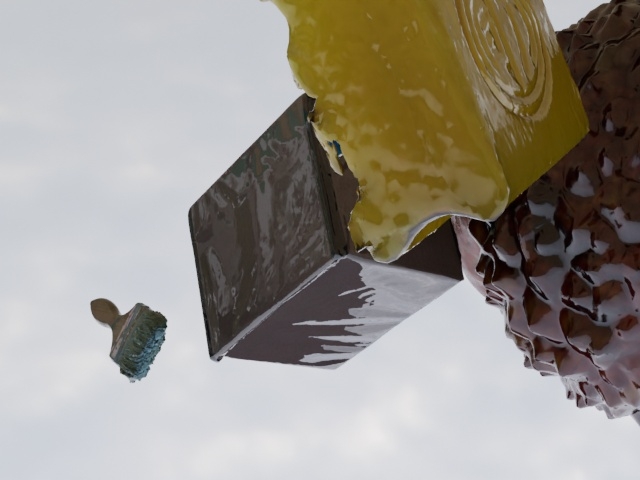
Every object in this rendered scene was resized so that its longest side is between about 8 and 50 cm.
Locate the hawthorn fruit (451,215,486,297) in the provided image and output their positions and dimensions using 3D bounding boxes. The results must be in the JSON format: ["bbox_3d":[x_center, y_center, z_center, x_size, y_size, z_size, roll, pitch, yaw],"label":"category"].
[{"bbox_3d":[0.313,-0.053,2.154,0.277,0.277,0.298,4,-130,15],"label":"hawthorn fruit"}]

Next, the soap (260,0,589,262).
[{"bbox_3d":[0.073,-0.118,1.038,0.096,0.204,0.324,-22,-175,20],"label":"soap"}]

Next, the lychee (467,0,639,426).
[{"bbox_3d":[0.359,-0.057,1.586,0.424,0.424,0.500,13,-117,37],"label":"lychee"}]

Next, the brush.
[{"bbox_3d":[-0.193,0.084,1.599,0.021,0.070,0.196,27,180,-25],"label":"brush"}]

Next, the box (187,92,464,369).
[{"bbox_3d":[0.000,0.000,1.595,0.153,0.188,0.252,7,149,-31],"label":"box"}]
